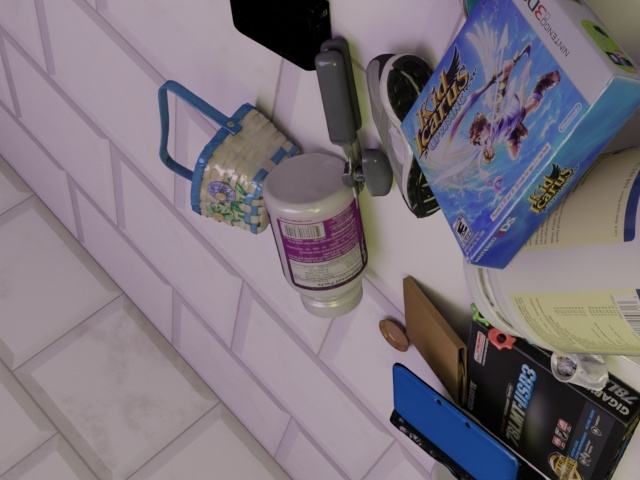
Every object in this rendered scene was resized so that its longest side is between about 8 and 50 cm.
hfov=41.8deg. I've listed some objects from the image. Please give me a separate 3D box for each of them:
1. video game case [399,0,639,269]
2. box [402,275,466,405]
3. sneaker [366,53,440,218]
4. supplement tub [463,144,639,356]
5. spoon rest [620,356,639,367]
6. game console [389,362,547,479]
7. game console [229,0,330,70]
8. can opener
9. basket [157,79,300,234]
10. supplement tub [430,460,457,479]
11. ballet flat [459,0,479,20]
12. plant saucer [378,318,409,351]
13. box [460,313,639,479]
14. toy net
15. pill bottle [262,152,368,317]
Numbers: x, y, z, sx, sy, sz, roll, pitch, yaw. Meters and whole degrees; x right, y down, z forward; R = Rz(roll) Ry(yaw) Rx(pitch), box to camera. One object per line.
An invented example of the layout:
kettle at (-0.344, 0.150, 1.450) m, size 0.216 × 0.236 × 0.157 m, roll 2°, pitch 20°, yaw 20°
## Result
video game case at (0.209, -0.147, 0.938) m, size 0.269 × 0.061 × 0.244 m, roll -59°, pitch 35°, yaw 37°
box at (0.211, 0.185, 1.554) m, size 0.201 × 0.021 × 0.164 m, roll -124°, pitch 19°, yaw -45°
sneaker at (0.137, -0.158, 1.258) m, size 0.108 × 0.100 × 0.271 m, roll 38°, pitch 150°, yaw 56°
supplement tub at (0.343, 0.015, 0.963) m, size 0.235 × 0.235 × 0.325 m, roll 58°, pitch 153°, yaw -12°
spoon rest at (0.405, 0.108, 1.152) m, size 0.276 × 0.084 × 0.137 m, roll 30°, pitch 147°, yaw 39°
game console at (0.285, 0.349, 1.564) m, size 0.293 × 0.250 × 0.173 m, roll 37°, pitch 118°, yaw 34°
game console at (-0.077, -0.443, 1.288) m, size 0.213 × 0.044 × 0.361 m, roll 35°, pitch 149°, yaw 31°
can opener at (0.063, -0.192, 1.371) m, size 0.095 × 0.076 × 0.283 m, roll 2°, pitch 132°, yaw 17°
basket at (-0.197, -0.165, 1.646) m, size 0.289 × 0.201 × 0.255 m, roll 35°, pitch 151°, yaw 13°
supplement tub at (0.306, 0.550, 1.792) m, size 0.144 × 0.144 × 0.199 m, roll 35°, pitch 149°, yaw 31°
ballet flat at (0.184, -0.336, 1.008) m, size 0.052 × 0.057 × 0.168 m, roll -116°, pitch 10°, yaw -56°
plant saucer at (0.156, 0.194, 1.736) m, size 0.083 × 0.015 × 0.083 m, roll 38°, pitch 150°, yaw 27°
box at (0.378, 0.279, 1.426) m, size 0.293 × 0.073 × 0.295 m, roll 35°, pitch 149°, yaw 29°
toy net at (0.335, 0.152, 1.290) m, size 0.232 × 0.122 × 0.045 m, roll 48°, pitch -162°, yaw 23°
pill bottle at (0.000, 0.000, 1.575) m, size 0.169 × 0.169 × 0.301 m, roll 30°, pitch 146°, yaw 38°
